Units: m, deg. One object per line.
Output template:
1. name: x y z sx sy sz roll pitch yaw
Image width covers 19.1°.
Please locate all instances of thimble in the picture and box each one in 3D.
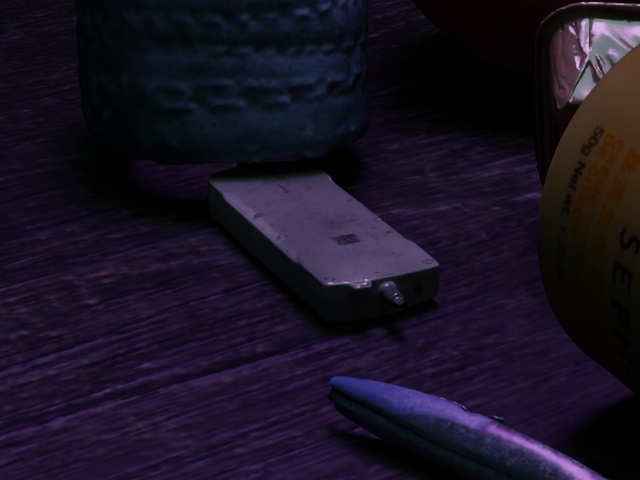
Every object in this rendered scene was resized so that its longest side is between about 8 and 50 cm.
1. thimble: -0.077 -0.137 1.323 0.235 0.143 0.198 7 15 37

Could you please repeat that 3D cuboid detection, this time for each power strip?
1. power strip: 0.000 0.000 1.191 0.080 0.029 0.227 -10 26 -24

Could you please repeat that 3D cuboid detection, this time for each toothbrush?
1. toothbrush: 0.160 0.136 0.889 0.413 0.035 0.042 21 35 38

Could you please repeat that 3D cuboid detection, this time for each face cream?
1. face cream: 0.242 0.008 0.944 0.218 0.218 0.179 -11 26 -21

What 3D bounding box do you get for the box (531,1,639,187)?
1. box: 0.185 -0.068 1.180 0.111 0.177 0.111 -4 46 4

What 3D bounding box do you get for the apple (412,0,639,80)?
1. apple: 0.224 -0.289 1.437 0.364 0.364 0.364 -1 25 0
